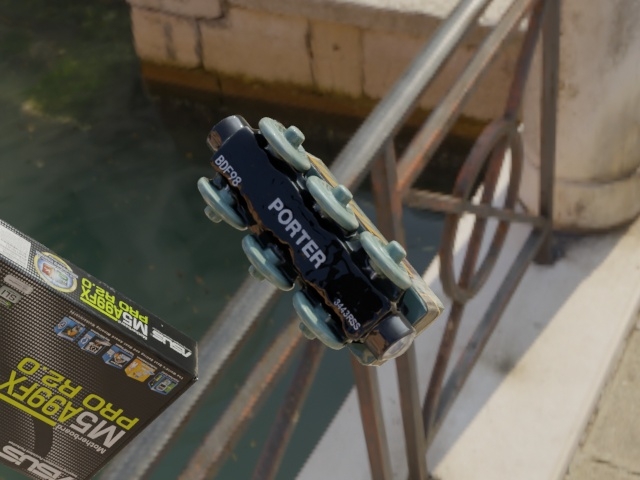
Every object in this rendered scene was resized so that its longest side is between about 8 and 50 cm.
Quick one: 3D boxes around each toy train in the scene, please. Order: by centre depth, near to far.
[{"bbox_3d":[0.000,0.000,1.263,0.142,0.190,0.334,-44,70,10],"label":"toy train"}]

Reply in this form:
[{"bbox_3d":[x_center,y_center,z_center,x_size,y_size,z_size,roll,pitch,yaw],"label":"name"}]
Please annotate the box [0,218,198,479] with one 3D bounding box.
[{"bbox_3d":[-0.289,0.119,1.115,0.216,0.270,0.060,-43,29,20],"label":"box"}]
